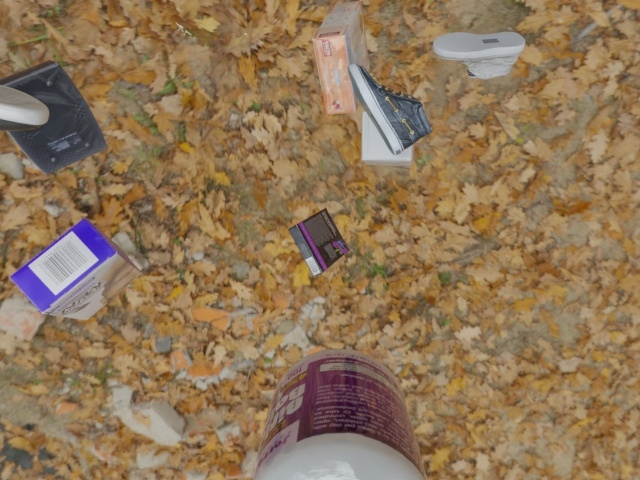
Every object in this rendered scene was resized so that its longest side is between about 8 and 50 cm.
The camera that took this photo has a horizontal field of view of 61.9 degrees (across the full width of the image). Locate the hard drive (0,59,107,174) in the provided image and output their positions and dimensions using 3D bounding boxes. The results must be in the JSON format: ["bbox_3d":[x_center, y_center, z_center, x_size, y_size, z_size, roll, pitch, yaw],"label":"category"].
[{"bbox_3d":[-0.598,-0.270,1.180,0.172,0.054,0.254,-29,151,-13],"label":"hard drive"}]

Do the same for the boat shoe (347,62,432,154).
[{"bbox_3d":[0.123,-0.248,0.953,0.083,0.065,0.183,-30,86,2],"label":"boat shoe"}]

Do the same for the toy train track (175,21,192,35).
[{"bbox_3d":[-0.343,-0.521,1.322,0.048,0.083,0.014,35,97,-17],"label":"toy train track"}]

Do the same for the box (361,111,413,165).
[{"bbox_3d":[0.138,-0.206,1.084,0.102,0.087,0.101,2,92,10],"label":"box"}]

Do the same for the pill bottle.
[{"bbox_3d":[0.017,0.234,0.516,0.170,0.301,0.169,0,100,1],"label":"pill bottle"}]

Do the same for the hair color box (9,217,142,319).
[{"bbox_3d":[-0.533,0.078,1.211,0.185,0.339,0.110,-42,90,-14],"label":"hair color box"}]

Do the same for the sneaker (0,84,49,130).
[{"bbox_3d":[-0.484,-0.126,0.666,0.296,0.104,0.146,6,109,-1],"label":"sneaker"}]

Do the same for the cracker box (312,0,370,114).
[{"bbox_3d":[0.049,-0.380,1.102,0.067,0.232,0.155,-1,127,14],"label":"cracker box"}]

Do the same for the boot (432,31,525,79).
[{"bbox_3d":[0.418,-0.490,1.450,0.259,0.095,0.123,-4,146,-9],"label":"boot"}]

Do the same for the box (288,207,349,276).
[{"bbox_3d":[0.000,0.000,1.169,0.029,0.162,0.116,-27,93,30],"label":"box"}]
